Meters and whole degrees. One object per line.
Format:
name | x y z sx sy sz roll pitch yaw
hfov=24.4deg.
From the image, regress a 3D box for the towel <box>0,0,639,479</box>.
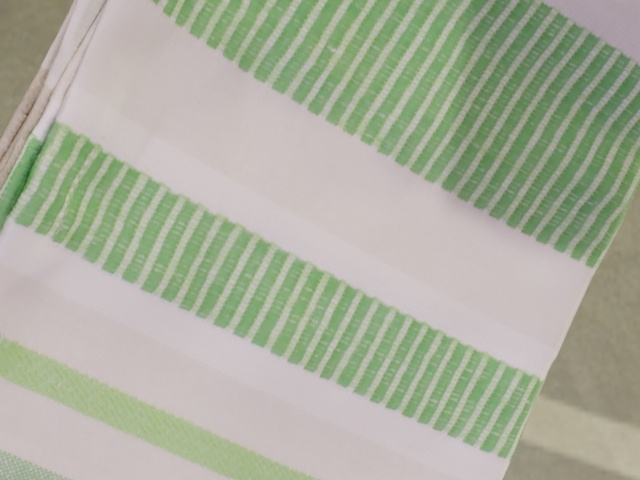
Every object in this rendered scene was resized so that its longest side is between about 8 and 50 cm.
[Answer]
towel | 0.000 0.000 0.524 0.248 0.325 0.038 27 176 -29
